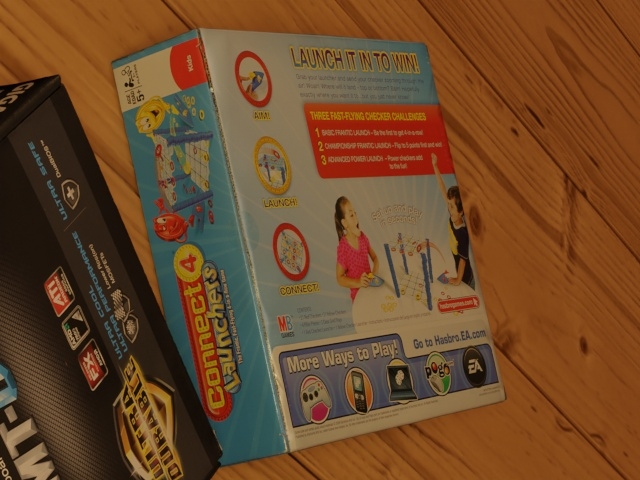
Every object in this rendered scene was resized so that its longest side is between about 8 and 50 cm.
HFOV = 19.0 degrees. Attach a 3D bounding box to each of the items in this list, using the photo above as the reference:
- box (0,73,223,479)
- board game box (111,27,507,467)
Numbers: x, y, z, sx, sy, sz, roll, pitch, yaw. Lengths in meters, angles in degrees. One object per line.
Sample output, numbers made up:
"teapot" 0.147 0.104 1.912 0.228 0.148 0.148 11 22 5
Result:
"box" -0.192 0.099 1.112 0.293 0.073 0.295 -53 130 -52
"board game box" 0.000 0.000 1.446 0.308 0.086 0.302 -4 80 -55
